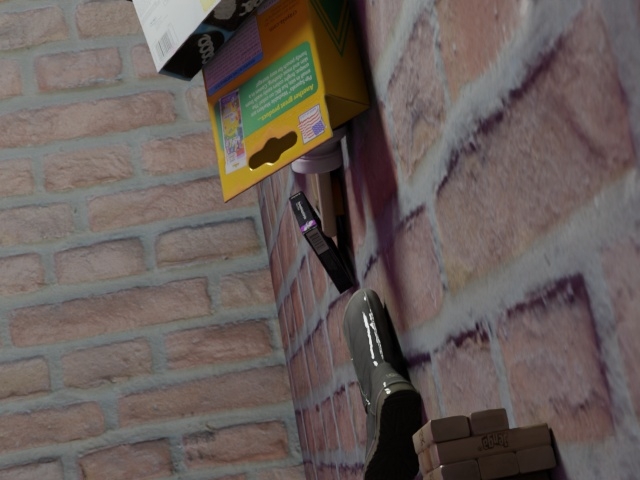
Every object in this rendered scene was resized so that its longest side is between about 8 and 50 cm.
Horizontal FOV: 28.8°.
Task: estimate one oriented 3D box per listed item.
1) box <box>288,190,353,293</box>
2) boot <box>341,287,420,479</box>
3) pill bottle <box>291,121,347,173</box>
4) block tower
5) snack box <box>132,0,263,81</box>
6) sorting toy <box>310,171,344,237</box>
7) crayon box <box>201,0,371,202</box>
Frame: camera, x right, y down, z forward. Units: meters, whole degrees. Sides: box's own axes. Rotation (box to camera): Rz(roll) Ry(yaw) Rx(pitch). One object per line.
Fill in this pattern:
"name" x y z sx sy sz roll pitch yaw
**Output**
"box" 0.000 0.000 1.897 0.116 0.029 0.162 58 -178 -23
"boot" 0.067 0.190 1.563 0.208 0.076 0.190 -122 37 -56
"pill bottle" -0.014 -0.179 1.657 0.094 0.094 0.169 -116 18 -68
"block tower" 0.150 0.295 0.918 0.097 0.091 0.336 102 158 -74
"snack box" -0.114 -0.367 1.515 0.322 0.060 0.187 -41 57 34
"sorting toy" 0.003 -0.123 1.875 0.208 0.038 0.193 -105 8 -72
"crayon box" -0.054 -0.225 1.536 0.203 0.083 0.323 -28 65 40
